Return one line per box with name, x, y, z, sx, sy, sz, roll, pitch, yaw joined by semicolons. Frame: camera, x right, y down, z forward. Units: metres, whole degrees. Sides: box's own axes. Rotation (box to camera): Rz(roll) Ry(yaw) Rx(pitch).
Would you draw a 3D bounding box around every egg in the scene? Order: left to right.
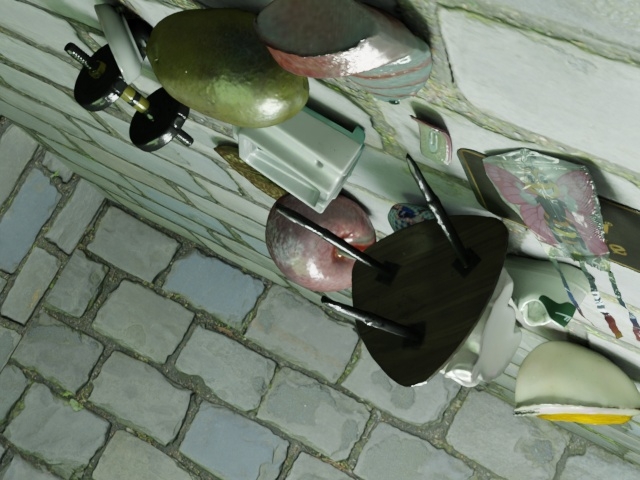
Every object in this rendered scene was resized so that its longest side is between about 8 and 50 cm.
egg;0.572;0.311;2.110;0.286;0.174;0.264;3;166;8

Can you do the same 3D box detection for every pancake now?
pancake;-0.130;-0.145;2.141;0.250;0.031;0.250;29;169;6

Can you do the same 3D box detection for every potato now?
potato;-0.133;-0.244;1.316;0.251;0.159;0.174;13;139;19

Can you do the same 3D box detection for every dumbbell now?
dumbbell;-0.357;-0.271;1.817;0.143;0.143;0.325;19;166;46

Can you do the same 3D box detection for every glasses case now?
glasses case;0.237;0.021;1.811;0.125;0.076;0.327;18;165;39

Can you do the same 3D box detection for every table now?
table;0.096;0.041;1.502;0.317;0.317;0.249;18;165;49

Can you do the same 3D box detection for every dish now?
dish;-0.314;-0.340;1.597;0.141;0.078;0.141;157;90;-85

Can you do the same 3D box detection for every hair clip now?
hair clip;0.158;-0.145;1.356;0.054;0.022;0.137;26;170;21

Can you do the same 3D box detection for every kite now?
kite;0.353;0.016;1.320;0.360;0.022;0.204;54;160;-24

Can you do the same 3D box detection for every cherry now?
cherry;0.000;0.000;1.988;0.285;0.213;0.236;32;167;45

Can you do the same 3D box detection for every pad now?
pad;0.374;0.009;1.409;0.375;0.063;0.315;25;170;28

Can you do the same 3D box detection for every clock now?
clock;-0.055;-0.159;1.623;0.231;0.116;0.262;30;169;0

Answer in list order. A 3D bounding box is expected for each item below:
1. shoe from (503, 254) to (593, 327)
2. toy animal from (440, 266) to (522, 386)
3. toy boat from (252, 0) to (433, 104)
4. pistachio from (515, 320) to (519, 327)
shoe;0.373;0.095;1.713;0.095;0.110;0.265;31;167;-18
toy animal;0.201;0.135;1.700;0.264;0.206;0.272;19;150;29
toy boat;0.059;-0.213;1.169;0.206;0.096;0.282;7;170;27
pistachio;0.393;0.203;2.238;0.185;0.126;0.108;32;-147;-35
